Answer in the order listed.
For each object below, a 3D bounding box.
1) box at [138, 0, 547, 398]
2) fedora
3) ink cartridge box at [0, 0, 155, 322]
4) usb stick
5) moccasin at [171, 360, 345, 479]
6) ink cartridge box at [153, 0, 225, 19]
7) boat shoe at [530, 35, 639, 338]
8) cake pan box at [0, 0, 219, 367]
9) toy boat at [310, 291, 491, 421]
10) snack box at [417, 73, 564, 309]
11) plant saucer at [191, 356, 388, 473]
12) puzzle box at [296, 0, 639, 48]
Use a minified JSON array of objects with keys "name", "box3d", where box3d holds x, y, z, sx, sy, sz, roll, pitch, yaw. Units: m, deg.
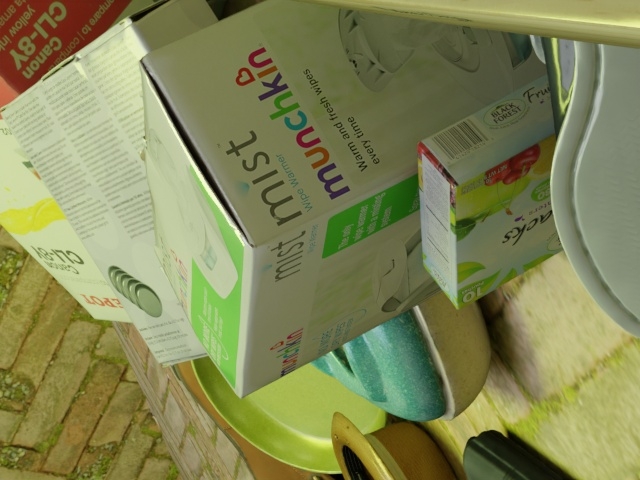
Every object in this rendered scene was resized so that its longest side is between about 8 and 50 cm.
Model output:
[{"name":"box","box3d":[0.025,-0.047,0.865,0.126,0.231,0.262,58,164,16]},{"name":"fedora","box3d":[0.083,0.239,1.481,0.194,0.079,0.194,56,165,24]},{"name":"ink cartridge box","box3d":[-0.214,-0.094,1.387,0.279,0.160,0.384,2,141,51]},{"name":"usb stick","box3d":[0.191,0.222,1.146,0.278,0.045,0.077,33,141,61]},{"name":"moccasin","box3d":[-0.063,0.167,1.743,0.380,0.147,0.139,63,-150,-19]},{"name":"ink cartridge box","box3d":[-0.161,-0.278,1.459,0.189,0.066,0.232,61,173,3]},{"name":"boat shoe","box3d":[0.144,-0.093,0.640,0.091,0.114,0.302,-79,-18,-54]},{"name":"cake pan box","box3d":[-0.104,-0.036,1.104,0.245,0.070,0.267,56,148,-9]},{"name":"toy boat","box3d":[0.000,0.000,1.199,0.318,0.148,0.267,66,165,-16]},{"name":"snack box","box3d":[0.115,-0.037,0.745,0.037,0.141,0.100,52,163,32]},{"name":"plant saucer","box3d":[-0.028,0.139,1.583,0.241,0.037,0.241,19,131,23]},{"name":"puzzle box","box3d":[0.069,-0.206,0.493,0.409,0.052,0.272,-154,75,-66]}]
